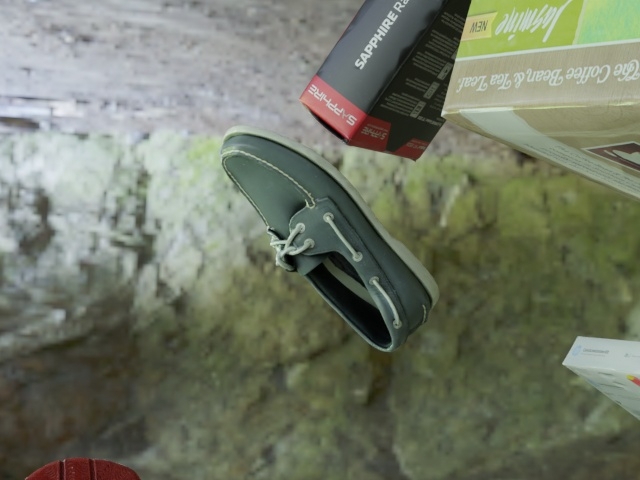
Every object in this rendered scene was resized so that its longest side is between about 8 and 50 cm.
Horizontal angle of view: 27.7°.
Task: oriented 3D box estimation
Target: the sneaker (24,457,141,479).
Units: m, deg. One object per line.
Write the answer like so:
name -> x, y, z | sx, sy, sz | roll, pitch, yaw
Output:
sneaker -> -0.283, 0.309, 1.407 | 0.221, 0.087, 0.128 | -10, 142, 8

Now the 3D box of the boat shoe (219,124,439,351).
boat shoe -> 0.000, 0.000, 1.471 | 0.319, 0.099, 0.116 | 43, 147, -14

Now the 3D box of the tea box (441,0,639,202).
tea box -> 0.308, -0.185, 0.912 | 0.329, 0.324, 0.220 | 20, 172, -29

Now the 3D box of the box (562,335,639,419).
box -> 0.349, 0.162, 1.274 | 0.186, 0.038, 0.145 | 35, 168, -16

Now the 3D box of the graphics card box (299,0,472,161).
graphics card box -> 0.150, -0.274, 1.530 | 0.094, 0.371, 0.233 | 41, -165, 21
